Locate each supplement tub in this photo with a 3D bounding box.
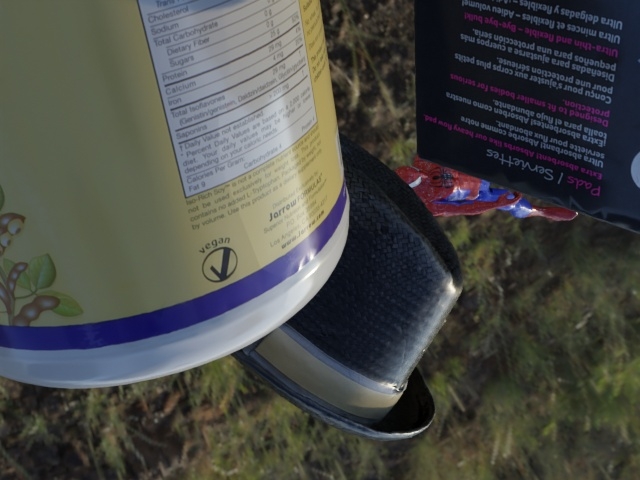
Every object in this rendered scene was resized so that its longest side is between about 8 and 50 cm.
[{"bbox_3d":[-0.121,-0.122,0.452,0.241,0.241,0.331,-19,122,-15],"label":"supplement tub"}]

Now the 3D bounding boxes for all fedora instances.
[{"bbox_3d":[0.000,0.000,0.756,0.152,0.334,0.334,-49,139,14],"label":"fedora"}]

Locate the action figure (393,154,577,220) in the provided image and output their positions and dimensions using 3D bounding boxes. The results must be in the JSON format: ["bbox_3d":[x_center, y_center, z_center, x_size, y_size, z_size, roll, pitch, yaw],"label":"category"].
[{"bbox_3d":[0.217,-0.076,1.084,0.280,0.092,0.139,1,167,-32],"label":"action figure"}]

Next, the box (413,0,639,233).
[{"bbox_3d":[0.179,-0.088,0.354,0.163,0.247,0.142,-40,140,-37],"label":"box"}]
